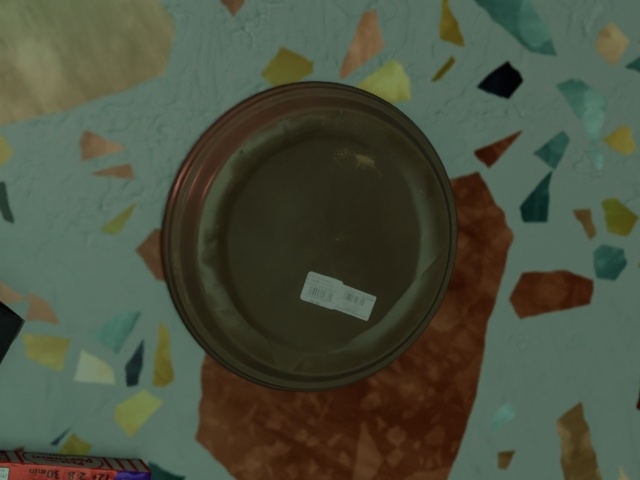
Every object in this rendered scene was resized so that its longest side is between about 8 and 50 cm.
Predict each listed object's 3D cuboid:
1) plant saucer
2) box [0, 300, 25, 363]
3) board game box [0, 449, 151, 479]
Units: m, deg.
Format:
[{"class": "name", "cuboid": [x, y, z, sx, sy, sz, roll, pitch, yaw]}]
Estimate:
[{"class": "plant saucer", "cuboid": [0.000, 0.000, 1.297, 0.278, 0.041, 0.278, -3, 98, -20]}, {"class": "box", "cuboid": [-0.358, 0.073, 1.122, 0.207, 0.108, 0.153, 32, 85, -31]}, {"class": "board game box", "cuboid": [-0.230, 0.277, 1.244, 0.146, 0.045, 0.193, 7, 94, -20]}]
